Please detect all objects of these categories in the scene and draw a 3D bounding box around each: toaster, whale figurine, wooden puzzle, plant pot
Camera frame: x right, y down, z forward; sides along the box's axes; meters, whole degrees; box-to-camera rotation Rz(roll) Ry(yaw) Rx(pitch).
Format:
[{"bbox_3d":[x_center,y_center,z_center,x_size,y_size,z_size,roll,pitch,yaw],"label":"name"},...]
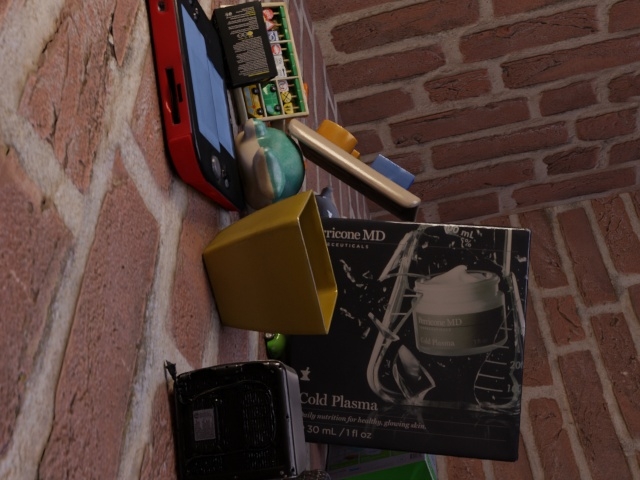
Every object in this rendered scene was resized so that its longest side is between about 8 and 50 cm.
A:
[{"bbox_3d":[-0.115,0.251,1.097,0.110,0.168,0.185,54,27,-74],"label":"toaster"},{"bbox_3d":[-0.094,-0.149,1.600,0.272,0.141,0.216,-150,-133,-79],"label":"whale figurine"},{"bbox_3d":[0.094,-0.162,1.762,0.080,0.322,0.348,-56,172,0],"label":"wooden puzzle"},{"bbox_3d":[-0.090,0.050,1.397,0.212,0.187,0.212,-69,146,-72],"label":"plant pot"}]

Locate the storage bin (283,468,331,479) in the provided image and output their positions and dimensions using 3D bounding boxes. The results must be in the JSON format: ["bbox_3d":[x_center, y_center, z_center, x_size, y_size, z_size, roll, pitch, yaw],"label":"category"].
[{"bbox_3d":[-0.030,0.518,1.407,0.084,0.122,0.180,-62,140,-74],"label":"storage bin"}]

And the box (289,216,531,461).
[{"bbox_3d":[0.190,0.194,1.695,0.297,0.480,0.471,8,85,-82],"label":"box"}]

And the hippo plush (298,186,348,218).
[{"bbox_3d":[0.000,0.000,2.028,0.236,0.234,0.294,42,-7,-29],"label":"hippo plush"}]

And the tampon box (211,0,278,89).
[{"bbox_3d":[-0.163,-0.414,1.665,0.120,0.102,0.161,-152,-131,-76],"label":"tampon box"}]

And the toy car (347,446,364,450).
[{"bbox_3d":[0.123,0.361,1.973,0.210,0.238,0.219,43,22,-5],"label":"toy car"}]

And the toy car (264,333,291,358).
[{"bbox_3d":[-0.084,0.160,1.704,0.225,0.053,0.239,-91,166,-47],"label":"toy car"}]

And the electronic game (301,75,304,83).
[{"bbox_3d":[-0.110,-0.449,2.028,0.229,0.048,0.229,54,-10,15],"label":"electronic game"}]

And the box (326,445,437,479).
[{"bbox_3d":[0.157,0.563,2.006,0.231,0.262,0.126,-80,151,-68],"label":"box"}]

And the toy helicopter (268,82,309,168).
[{"bbox_3d":[-0.098,-0.217,1.956,0.235,0.140,0.354,69,22,-86],"label":"toy helicopter"}]

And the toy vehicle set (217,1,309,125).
[{"bbox_3d":[-0.131,-0.405,1.783,0.035,0.166,0.266,-6,-83,61],"label":"toy vehicle set"}]

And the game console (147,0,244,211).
[{"bbox_3d":[-0.214,-0.263,1.426,0.342,0.060,0.386,37,43,-75],"label":"game console"}]
